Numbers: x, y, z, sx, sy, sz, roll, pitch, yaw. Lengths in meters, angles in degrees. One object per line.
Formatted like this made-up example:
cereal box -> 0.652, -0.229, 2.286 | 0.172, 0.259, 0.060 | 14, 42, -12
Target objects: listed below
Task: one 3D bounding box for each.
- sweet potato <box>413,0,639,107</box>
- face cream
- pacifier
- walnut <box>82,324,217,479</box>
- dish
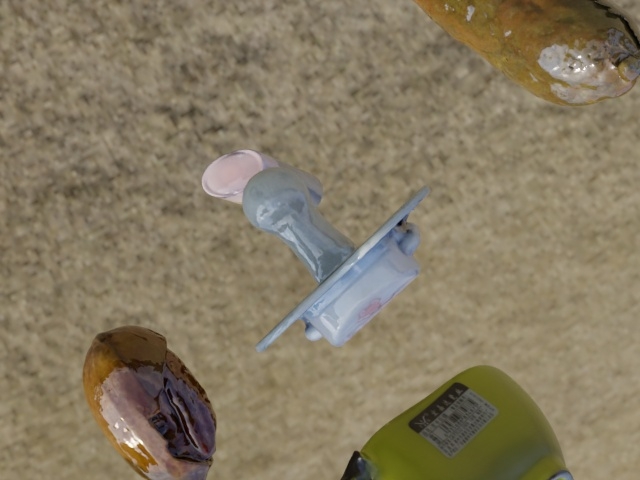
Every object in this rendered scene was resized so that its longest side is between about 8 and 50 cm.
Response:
sweet potato -> 0.097, -0.170, 0.900 | 0.075, 0.273, 0.075 | -41, 154, -25
face cream -> -0.084, -0.087, 2.120 | 0.107, 0.073, 0.269 | -22, 167, 17
pacifier -> 0.000, 0.000, 1.665 | 0.287, 0.226, 0.238 | -41, -178, 14
walnut -> -0.177, 0.182, 1.460 | 0.116, 0.207, 0.116 | -28, -169, 6
dish -> 0.126, 0.232, 1.127 | 0.262, 0.108, 0.221 | -17, 118, -45
